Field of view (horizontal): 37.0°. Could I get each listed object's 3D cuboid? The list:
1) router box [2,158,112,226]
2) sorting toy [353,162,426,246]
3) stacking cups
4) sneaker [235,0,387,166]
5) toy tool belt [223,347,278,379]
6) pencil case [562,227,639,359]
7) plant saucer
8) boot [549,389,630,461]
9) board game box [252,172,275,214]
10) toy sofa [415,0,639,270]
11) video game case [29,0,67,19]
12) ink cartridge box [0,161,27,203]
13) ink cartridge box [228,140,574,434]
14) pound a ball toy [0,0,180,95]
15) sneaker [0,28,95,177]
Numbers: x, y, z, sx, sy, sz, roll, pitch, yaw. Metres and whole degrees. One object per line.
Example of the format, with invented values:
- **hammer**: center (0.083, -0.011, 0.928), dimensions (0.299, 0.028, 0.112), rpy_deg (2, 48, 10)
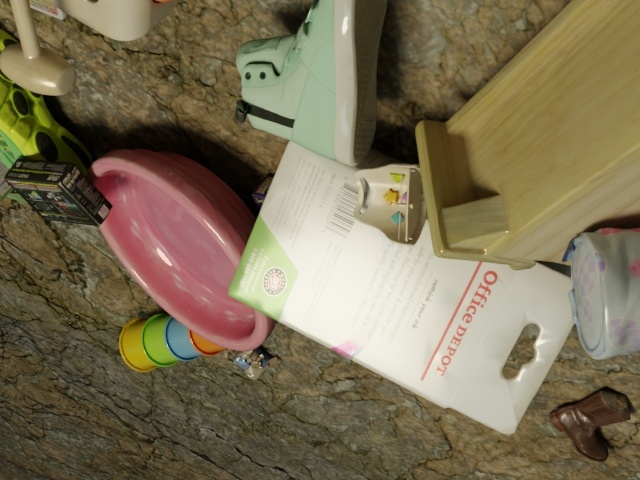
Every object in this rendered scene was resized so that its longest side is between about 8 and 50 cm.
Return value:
- **router box**: center (-0.353, -0.065, 1.283), dimensions (0.122, 0.038, 0.092), rpy_deg (7, 147, 36)
- **sorting toy**: center (0.068, -0.043, 0.974), dimensions (0.075, 0.045, 0.083), rpy_deg (8, 107, 24)
- **stacking cups**: center (-0.204, 0.144, 1.537), dimensions (0.316, 0.096, 0.096), rpy_deg (-19, 120, 45)
- **sneaker**: center (-0.020, -0.203, 0.930), dimensions (0.151, 0.094, 0.256), rpy_deg (17, 124, 20)
- **toy tool belt**: center (-0.112, 0.183, 1.550), dimensions (0.083, 0.052, 0.051), rpy_deg (41, 113, -17)
- **pencil case**: center (0.361, 0.040, 0.852), dimensions (0.273, 0.114, 0.124), rpy_deg (-6, 149, 3)
- **plant saucer**: center (-0.176, 0.003, 1.305), dimensions (0.332, 0.084, 0.332), rpy_deg (33, 149, 23)
- **boot**: center (0.372, 0.242, 1.249), dimensions (0.106, 0.037, 0.114), rpy_deg (38, 140, -10)
- **board game box**: center (0.000, 0.000, 1.235), dimensions (0.141, 0.048, 0.170), rpy_deg (11, 139, 27)
- **toy sofa**: center (0.247, -0.111, 0.820), dimensions (0.177, 0.150, 0.362), rpy_deg (5, 154, -25)
- **video game case**: center (-0.378, -0.348, 1.138), dimensions (0.157, 0.019, 0.143), rpy_deg (23, 144, 12)
- **ink cartridge box**: center (-0.545, -0.122, 1.500), dimensions (0.109, 0.062, 0.209), rpy_deg (13, 141, 24)
- **ink cartridge box**: center (0.101, 0.039, 1.068), dimensions (0.353, 0.119, 0.207), rpy_deg (27, 111, 9)
- **pound a ball toy**: center (-0.199, -0.291, 0.903), dimensions (0.135, 0.208, 0.319), rpy_deg (28, 144, 7)
- **sneaker**: center (-0.429, -0.165, 1.317), dimensions (0.123, 0.109, 0.296), rpy_deg (2, 135, 31)
